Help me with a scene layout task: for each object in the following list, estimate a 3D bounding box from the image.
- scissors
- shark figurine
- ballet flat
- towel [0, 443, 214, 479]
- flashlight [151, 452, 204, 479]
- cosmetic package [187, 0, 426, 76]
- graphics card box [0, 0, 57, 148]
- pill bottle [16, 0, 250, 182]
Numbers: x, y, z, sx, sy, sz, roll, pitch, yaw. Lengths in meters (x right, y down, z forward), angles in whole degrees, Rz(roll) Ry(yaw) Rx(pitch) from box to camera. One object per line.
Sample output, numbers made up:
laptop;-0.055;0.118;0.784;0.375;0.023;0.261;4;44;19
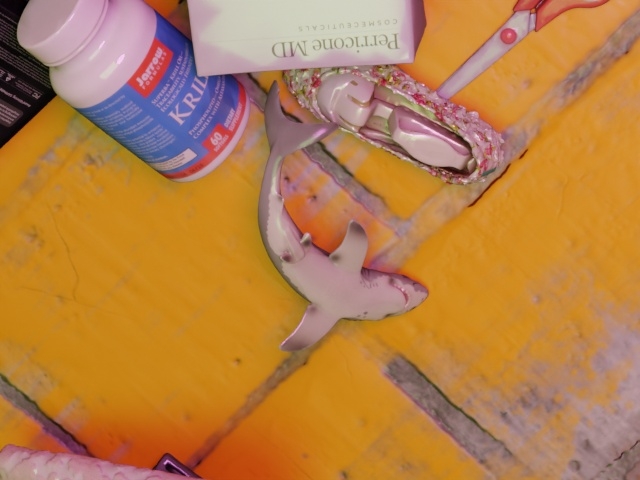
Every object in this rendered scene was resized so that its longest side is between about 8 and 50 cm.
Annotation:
scissors;0.204;-0.206;1.596;0.109;0.021;0.297;32;111;-2
shark figurine;-0.025;-0.008;1.662;0.166;0.116;0.278;-35;119;-8
ballet flat;0.069;-0.124;1.611;0.241;0.077;0.091;23;117;4
towel;-0.178;0.372;1.773;0.332;0.053;0.317;6;124;26
flashlight;-0.086;0.373;1.814;0.304;0.103;0.103;36;139;-3
cosmetic package;-0.024;-0.355;1.508;0.217;0.156;0.385;-5;108;9
graphics card box;-0.440;-0.138;1.633;0.371;0.094;0.233;-40;133;21
pill bottle;-0.181;-0.160;1.575;0.124;0.124;0.221;-37;131;19
